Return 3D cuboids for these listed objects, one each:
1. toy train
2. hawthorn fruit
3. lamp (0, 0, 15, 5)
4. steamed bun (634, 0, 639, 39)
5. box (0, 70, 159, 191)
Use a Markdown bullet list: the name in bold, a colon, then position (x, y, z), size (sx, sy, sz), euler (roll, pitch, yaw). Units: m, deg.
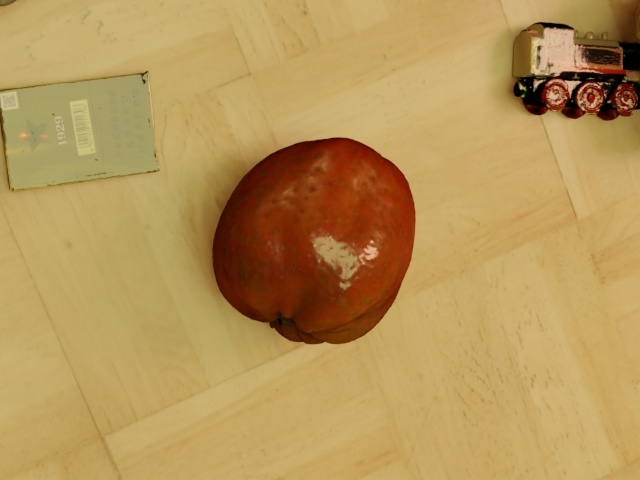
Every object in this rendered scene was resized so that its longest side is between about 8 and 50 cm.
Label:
- **toy train**: position (0.249, -0.159, 1.371), size (0.138, 0.050, 0.087), euler (2, 91, -16)
- **hawthorn fruit**: position (0.000, 0.000, 1.255), size (0.189, 0.189, 0.189), euler (-1, 95, -15)
- **lamp**: position (-0.276, -0.288, 1.194), size (0.106, 0.106, 0.193), euler (-8, 86, -15)
- **steamed bun**: position (0.359, -0.177, 1.357), size (0.106, 0.192, 0.177), euler (-12, 110, 26)
- **box**: position (-0.210, -0.095, 1.263), size (0.133, 0.023, 0.090), euler (-9, 96, -14)
